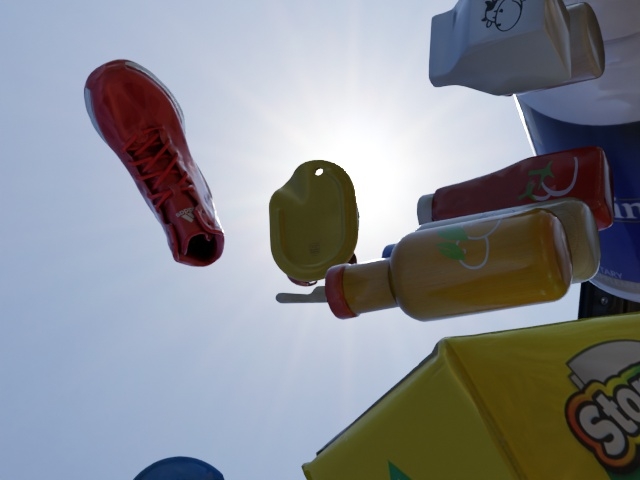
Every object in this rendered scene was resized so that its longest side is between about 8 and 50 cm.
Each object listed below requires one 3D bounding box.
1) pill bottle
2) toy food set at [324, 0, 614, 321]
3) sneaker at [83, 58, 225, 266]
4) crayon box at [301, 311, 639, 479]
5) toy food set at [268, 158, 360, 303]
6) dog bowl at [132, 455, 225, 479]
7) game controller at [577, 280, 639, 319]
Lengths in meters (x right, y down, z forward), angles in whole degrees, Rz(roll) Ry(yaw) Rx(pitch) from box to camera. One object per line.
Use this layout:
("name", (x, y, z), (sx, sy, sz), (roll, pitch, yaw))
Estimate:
("pill bottle", (0.204, -0.094, 0.887), (0.265, 0.153, 0.153), (62, -154, -42))
("toy food set", (0.074, -0.052, 0.663), (0.111, 0.104, 0.232), (49, -142, -48))
("sneaker", (-0.144, -0.066, 1.328), (0.221, 0.087, 0.128), (58, 178, -39))
("crayon box", (0.214, 0.175, 0.555), (0.363, 0.106, 0.313), (-3, -126, -42))
("toy food set", (0.000, 0.000, 1.905), (0.071, 0.128, 0.218), (47, -143, -61))
("dog bowl", (-0.139, 0.420, 1.900), (0.297, 0.074, 0.166), (36, -101, 3))
("game controller", (0.239, 0.085, 1.159), (0.166, 0.067, 0.319), (-46, -39, -71))
